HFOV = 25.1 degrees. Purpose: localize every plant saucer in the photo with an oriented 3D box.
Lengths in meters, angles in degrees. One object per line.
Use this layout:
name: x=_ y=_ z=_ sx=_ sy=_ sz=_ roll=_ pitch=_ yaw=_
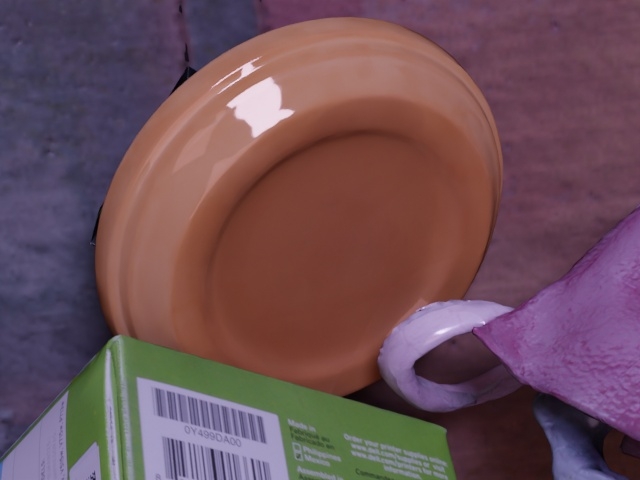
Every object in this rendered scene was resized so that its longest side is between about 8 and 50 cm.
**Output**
plant saucer: x=0.000 y=0.000 z=0.638 sx=0.200 sy=0.037 sz=0.200 roll=-15 pitch=125 yaw=-23

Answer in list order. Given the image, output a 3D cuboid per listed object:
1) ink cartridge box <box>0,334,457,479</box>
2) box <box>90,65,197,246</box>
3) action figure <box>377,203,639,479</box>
ink cartridge box: x=-0.080 y=0.172 z=0.672 sx=0.189 sy=0.097 sz=0.255 roll=20 pitch=132 yaw=-33
box: x=-0.061 y=-0.028 z=0.659 sx=0.052 sy=0.062 sz=0.083 roll=31 pitch=101 yaw=-13
action figure: x=0.238 y=-0.044 z=0.645 sx=0.276 sy=0.248 sz=0.370 roll=20 pitch=92 yaw=35
